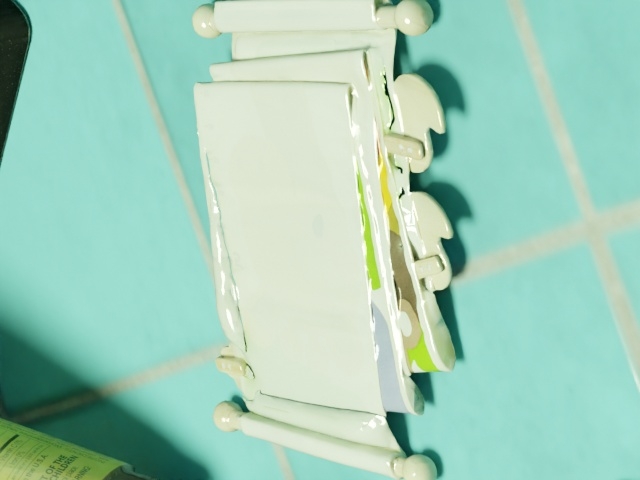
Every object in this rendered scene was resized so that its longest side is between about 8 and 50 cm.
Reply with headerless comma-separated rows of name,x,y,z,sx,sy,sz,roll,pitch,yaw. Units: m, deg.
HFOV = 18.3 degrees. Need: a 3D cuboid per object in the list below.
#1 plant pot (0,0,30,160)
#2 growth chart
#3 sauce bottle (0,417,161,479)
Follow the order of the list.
plant pot,-0.293,-0.083,1.084,0.187,0.167,0.188,46,136,28
growth chart,0.000,0.000,0.892,0.172,0.021,0.237,17,118,44
sauce bottle,-0.240,0.127,1.056,0.344,0.111,0.111,17,120,17
